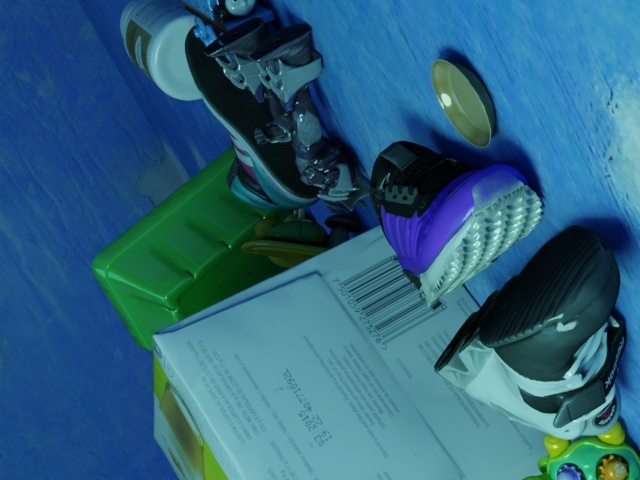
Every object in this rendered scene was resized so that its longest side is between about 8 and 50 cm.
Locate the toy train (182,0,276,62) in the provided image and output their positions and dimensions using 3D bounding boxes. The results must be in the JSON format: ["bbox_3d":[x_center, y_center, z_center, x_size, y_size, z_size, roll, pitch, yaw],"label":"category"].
[{"bbox_3d":[-0.120,-0.291,1.320,0.184,0.080,0.105,43,155,55],"label":"toy train"}]

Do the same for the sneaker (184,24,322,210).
[{"bbox_3d":[-0.098,-0.158,1.492,0.295,0.123,0.178,56,160,7],"label":"sneaker"}]

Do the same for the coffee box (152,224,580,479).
[{"bbox_3d":[0.028,0.238,1.240,0.338,0.338,0.334,55,156,21],"label":"coffee box"}]

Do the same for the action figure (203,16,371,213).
[{"bbox_3d":[-0.026,-0.135,1.277,0.185,0.099,0.285,33,158,47],"label":"action figure"}]

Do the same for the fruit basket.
[{"bbox_3d":[-0.240,0.018,1.936,0.392,0.392,0.283,46,164,49],"label":"fruit basket"}]

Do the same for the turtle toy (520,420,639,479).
[{"bbox_3d":[0.243,0.226,0.985,0.066,0.130,0.095,-85,-27,-50],"label":"turtle toy"}]

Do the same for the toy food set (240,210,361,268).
[{"bbox_3d":[0.000,0.000,1.482,0.128,0.217,0.071,75,-156,-74],"label":"toy food set"}]

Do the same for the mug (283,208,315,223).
[{"bbox_3d":[-0.032,-0.022,1.754,0.062,0.078,0.064,28,-169,-22],"label":"mug"}]

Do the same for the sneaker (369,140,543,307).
[{"bbox_3d":[0.101,-0.032,0.959,0.146,0.102,0.293,58,169,10],"label":"sneaker"}]

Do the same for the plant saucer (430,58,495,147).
[{"bbox_3d":[0.121,-0.116,0.870,0.083,0.015,0.083,55,168,18],"label":"plant saucer"}]

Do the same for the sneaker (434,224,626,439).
[{"bbox_3d":[0.203,0.091,0.866,0.146,0.122,0.330,38,166,6],"label":"sneaker"}]

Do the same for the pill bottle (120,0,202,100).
[{"bbox_3d":[-0.233,-0.310,1.631,0.229,0.131,0.131,44,162,55],"label":"pill bottle"}]
